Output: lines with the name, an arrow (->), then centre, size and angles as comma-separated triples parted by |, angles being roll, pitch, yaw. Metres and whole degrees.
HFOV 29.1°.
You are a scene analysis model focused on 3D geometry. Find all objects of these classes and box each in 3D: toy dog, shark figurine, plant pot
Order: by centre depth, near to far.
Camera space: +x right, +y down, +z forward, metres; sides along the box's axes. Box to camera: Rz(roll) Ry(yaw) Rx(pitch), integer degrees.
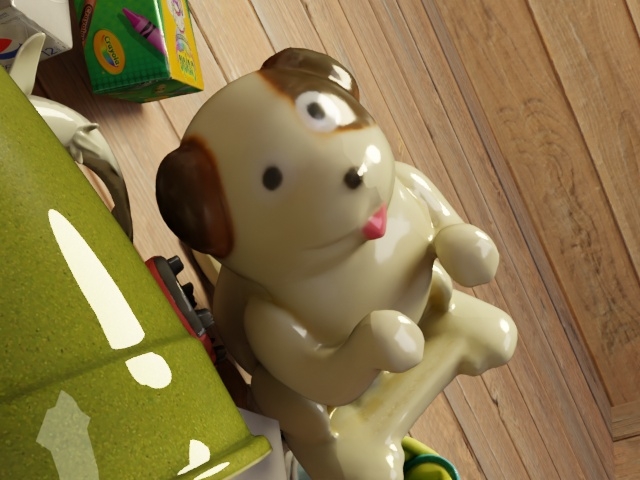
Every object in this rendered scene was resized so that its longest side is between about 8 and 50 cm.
plant pot -> -0.264, 0.027, 0.647 | 0.353, 0.366, 0.366 | 65, 19, 6
shark figurine -> -0.256, -0.086, 1.107 | 0.278, 0.116, 0.166 | 26, 82, -53
toy dog -> 0.000, 0.000, 1.247 | 0.395, 0.284, 0.408 | 41, -19, 35

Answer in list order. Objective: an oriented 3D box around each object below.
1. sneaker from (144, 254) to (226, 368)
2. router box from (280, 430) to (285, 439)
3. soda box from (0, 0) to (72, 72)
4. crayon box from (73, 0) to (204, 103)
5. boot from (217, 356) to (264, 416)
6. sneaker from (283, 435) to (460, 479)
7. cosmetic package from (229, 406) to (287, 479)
sneaker -> -0.167, 0.096, 1.172 | 0.097, 0.135, 0.276 | 59, -7, 12
router box -> 0.003, 0.132, 1.606 | 0.243, 0.081, 0.309 | 45, 32, -50
soda box -> -0.306, -0.300, 1.154 | 0.091, 0.098, 0.286 | 35, 41, -59
crayon box -> -0.190, -0.235, 1.288 | 0.278, 0.081, 0.165 | -78, 157, -85
boot -> -0.087, 0.178, 1.399 | 0.087, 0.042, 0.118 | -30, 102, -76
sneaker -> 0.092, 0.360, 1.452 | 0.319, 0.208, 0.127 | 61, 21, -28
cosmetic package -> -0.135, 0.203, 1.115 | 0.238, 0.127, 0.107 | 34, 41, -56
